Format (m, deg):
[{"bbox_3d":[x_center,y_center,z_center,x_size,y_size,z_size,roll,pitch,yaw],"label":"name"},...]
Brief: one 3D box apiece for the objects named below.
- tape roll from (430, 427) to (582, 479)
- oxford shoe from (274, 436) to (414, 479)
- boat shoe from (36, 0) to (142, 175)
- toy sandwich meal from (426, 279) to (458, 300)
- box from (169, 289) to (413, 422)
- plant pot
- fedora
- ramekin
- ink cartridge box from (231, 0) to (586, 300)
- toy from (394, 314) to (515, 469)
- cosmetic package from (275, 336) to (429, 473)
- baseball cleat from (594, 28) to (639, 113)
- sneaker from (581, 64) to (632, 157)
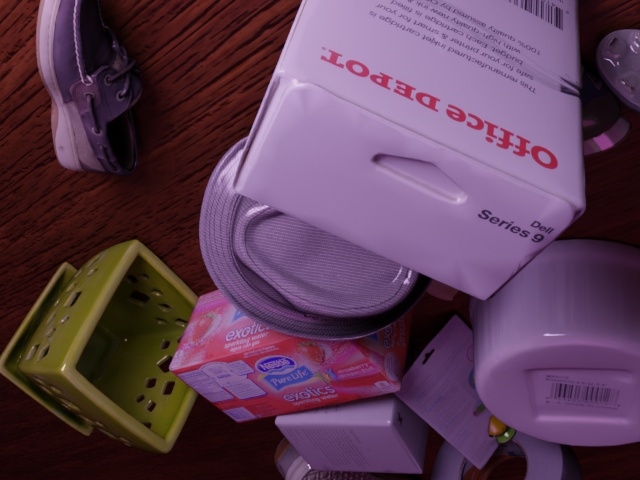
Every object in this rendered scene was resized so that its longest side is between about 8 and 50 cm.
[{"bbox_3d":[0.277,0.363,1.111,0.219,0.219,0.072,-21,128,36],"label":"tape roll"},{"bbox_3d":[0.068,0.467,1.384,0.449,0.169,0.130,45,176,-40],"label":"oxford shoe"},{"bbox_3d":[-0.232,-0.168,0.771,0.092,0.103,0.285,13,144,-5],"label":"boat shoe"},{"bbox_3d":[0.161,0.040,0.926,0.085,0.029,0.086,9,140,8],"label":"toy sandwich meal"},{"bbox_3d":[-0.041,0.135,1.014,0.300,0.142,0.154,-21,128,35],"label":"box"},{"bbox_3d":[-0.314,0.159,1.078,0.207,0.227,0.228,-7,135,33],"label":"plant pot"},{"bbox_3d":[0.000,0.000,0.776,0.275,0.124,0.244,17,98,-3],"label":"fedora"},{"bbox_3d":[0.318,0.139,0.906,0.277,0.135,0.277,10,140,8],"label":"ramekin"},{"bbox_3d":[0.077,-0.128,0.560,0.211,0.289,0.121,23,139,-8],"label":"ink cartridge box"},{"bbox_3d":[0.203,0.218,1.069,0.237,0.137,0.056,44,172,-28],"label":"toy"},{"bbox_3d":[0.058,0.245,1.101,0.183,0.151,0.151,-5,136,25],"label":"cosmetic package"},{"bbox_3d":[0.337,-0.116,0.657,0.206,0.072,0.109,34,-175,14],"label":"baseball cleat"},{"bbox_3d":[0.195,-0.110,0.724,0.192,0.064,0.086,-19,121,34],"label":"sneaker"}]
